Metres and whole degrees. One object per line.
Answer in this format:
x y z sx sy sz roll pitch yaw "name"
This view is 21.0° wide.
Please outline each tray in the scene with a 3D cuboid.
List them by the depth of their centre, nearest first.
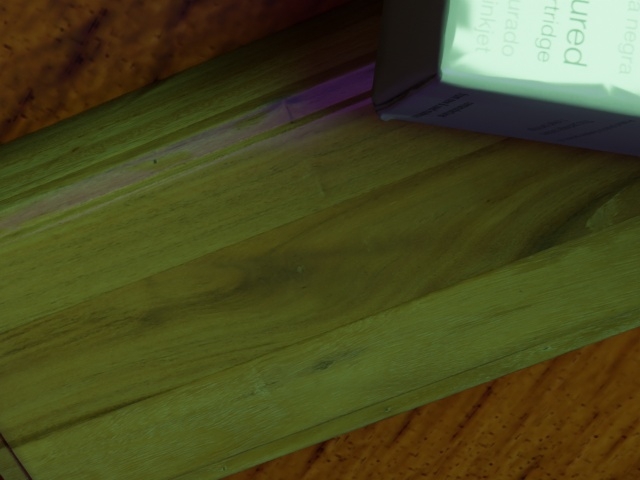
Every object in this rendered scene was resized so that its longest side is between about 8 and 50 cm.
0.000 0.000 0.877 0.411 0.076 0.203 -22 123 9 "tray"

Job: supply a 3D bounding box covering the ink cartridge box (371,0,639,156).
0.194 -0.143 0.707 0.307 0.129 0.223 8 87 -10 "ink cartridge box"
